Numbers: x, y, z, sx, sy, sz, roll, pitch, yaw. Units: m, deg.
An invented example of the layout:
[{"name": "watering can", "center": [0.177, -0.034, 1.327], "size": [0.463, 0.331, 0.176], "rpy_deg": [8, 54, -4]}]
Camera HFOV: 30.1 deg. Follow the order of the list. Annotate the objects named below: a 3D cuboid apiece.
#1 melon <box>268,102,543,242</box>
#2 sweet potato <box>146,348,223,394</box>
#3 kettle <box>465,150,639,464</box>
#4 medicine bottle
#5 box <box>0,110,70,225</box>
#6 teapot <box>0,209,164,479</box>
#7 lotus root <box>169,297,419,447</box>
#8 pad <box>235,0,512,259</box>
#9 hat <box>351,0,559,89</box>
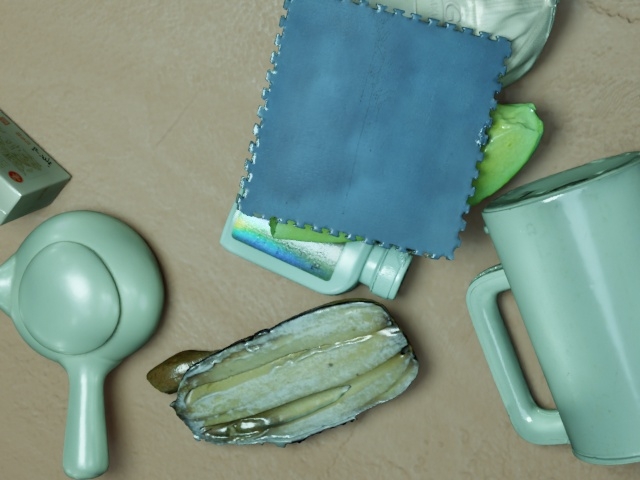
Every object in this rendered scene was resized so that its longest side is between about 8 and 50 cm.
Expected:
[{"name": "melon", "center": [0.096, -0.101, 1.418], "size": [0.323, 0.124, 0.196], "rpy_deg": [-2, 68, -3]}, {"name": "sweet potato", "center": [-0.169, 0.167, 1.561], "size": [0.117, 0.049, 0.049], "rpy_deg": [-25, 92, 14]}, {"name": "kettle", "center": [0.306, 0.084, 1.378], "size": [0.265, 0.205, 0.318], "rpy_deg": [-20, 96, 11]}, {"name": "medicine bottle", "center": [0.000, 0.000, 1.483], "size": [0.228, 0.083, 0.121], "rpy_deg": [24, 88, 8]}, {"name": "box", "center": [-0.435, -0.117, 1.526], "size": [0.201, 0.141, 0.058], "rpy_deg": [41, 111, 2]}, {"name": "teapot", "center": [-0.289, 0.120, 1.526], "size": [0.220, 0.149, 0.318], "rpy_deg": [-30, 90, 15]}, {"name": "lotus root", "center": [-0.035, 0.168, 1.520], "size": [0.329, 0.078, 0.167], "rpy_deg": [-20, 108, 17]}, {"name": "pad", "center": [0.061, -0.129, 1.337], "size": [0.268, 0.012, 0.270], "rpy_deg": [15, 96, -9]}, {"name": "hat", "center": [0.139, -0.273, 1.380], "size": [0.225, 0.164, 0.220], "rpy_deg": [-8, 97, -22]}]
